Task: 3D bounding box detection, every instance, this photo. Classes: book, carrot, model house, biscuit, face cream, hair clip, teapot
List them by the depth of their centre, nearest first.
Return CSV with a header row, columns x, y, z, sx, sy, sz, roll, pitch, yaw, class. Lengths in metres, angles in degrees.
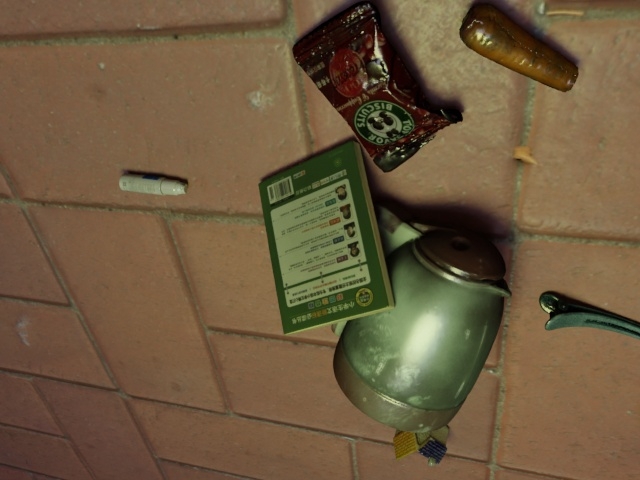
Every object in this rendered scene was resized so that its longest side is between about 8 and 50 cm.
x,y,z,sx,sy,sz,roll,pitch,yaw,class
0.248,-0.238,0.704,0.162,0.055,0.055,26,132,-11,carrot
0.079,-0.207,0.784,0.151,0.063,0.235,-20,124,45,biscuit
0.000,0.000,0.890,0.202,0.027,0.264,-20,74,31,book
0.144,0.096,0.924,0.315,0.233,0.312,33,121,22,teapot
0.479,0.140,0.928,0.230,0.070,0.039,13,128,1,hair clip
-0.303,-0.101,1.031,0.130,0.034,0.034,8,130,16,face cream
0.218,0.441,1.234,0.101,0.100,0.087,33,131,-8,model house
